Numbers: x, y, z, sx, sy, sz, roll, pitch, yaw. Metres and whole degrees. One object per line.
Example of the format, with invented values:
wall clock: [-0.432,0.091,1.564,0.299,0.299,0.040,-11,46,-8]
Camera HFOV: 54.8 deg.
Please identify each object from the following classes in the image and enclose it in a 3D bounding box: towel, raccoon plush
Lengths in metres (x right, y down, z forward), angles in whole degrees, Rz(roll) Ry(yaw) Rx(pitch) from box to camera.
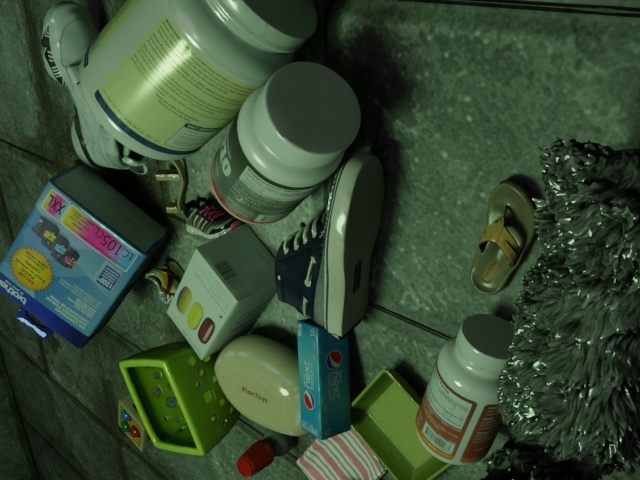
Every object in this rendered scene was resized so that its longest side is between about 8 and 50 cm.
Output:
towel: [0.039,0.451,1.241,0.144,0.029,0.197,46,121,19]
raccoon plush: [0.265,0.112,0.591,0.216,0.446,0.299,6,136,25]

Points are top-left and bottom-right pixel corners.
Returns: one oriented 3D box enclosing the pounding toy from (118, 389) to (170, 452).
pounding toy: [-0.513,0.524,1.816,0.181,0.094,0.206,38,133,26]

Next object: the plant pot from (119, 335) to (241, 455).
plant pot: [-0.284,0.326,1.400,0.228,0.207,0.227,-12,101,48]

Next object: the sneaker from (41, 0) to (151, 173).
sneaker: [-0.450,-0.309,1.300,0.210,0.137,0.366,20,127,36]

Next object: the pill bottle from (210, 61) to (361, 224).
pill bottle: [-0.060,-0.137,0.924,0.161,0.161,0.283,60,153,3]

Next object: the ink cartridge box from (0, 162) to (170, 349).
ink cartridge box: [-0.576,0.063,1.451,0.270,0.151,0.395,38,116,-5]

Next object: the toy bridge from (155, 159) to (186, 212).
toy bridge: [-0.319,-0.139,1.314,0.063,0.026,0.188,0,124,16]

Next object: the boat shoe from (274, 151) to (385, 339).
boat shoe: [0.000,0.000,1.004,0.158,0.127,0.341,24,127,26]

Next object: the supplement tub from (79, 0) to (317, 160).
supplement tub: [-0.187,-0.294,0.939,0.325,0.235,0.235,-31,87,35]

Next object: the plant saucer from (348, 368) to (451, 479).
plant saucer: [0.148,0.329,1.090,0.188,0.045,0.188,47,136,17]

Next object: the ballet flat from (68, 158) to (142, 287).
ballet flat: [-0.520,-0.037,1.536,0.123,0.123,0.349,8,115,42]

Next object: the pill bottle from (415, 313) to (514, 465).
pill bottle: [0.220,0.217,0.903,0.121,0.121,0.216,33,130,29]

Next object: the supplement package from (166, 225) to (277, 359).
supplement package: [-0.196,0.111,1.255,0.139,0.134,0.244,50,137,15]

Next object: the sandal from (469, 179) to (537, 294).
sandal: [0.238,0.006,0.829,0.072,0.049,0.180,33,131,29]

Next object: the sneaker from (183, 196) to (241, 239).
sneaker: [-0.229,-0.050,1.258,0.170,0.063,0.075,8,122,48]

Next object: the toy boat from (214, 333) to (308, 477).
toy boat: [-0.104,0.342,1.297,0.267,0.148,0.318,23,118,30]

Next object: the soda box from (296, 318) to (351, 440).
soda box: [0.007,0.248,1.131,0.067,0.071,0.210,9,103,54]

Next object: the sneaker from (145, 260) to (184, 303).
sneaker: [-0.333,0.134,1.442,0.185,0.084,0.069,46,136,18]
